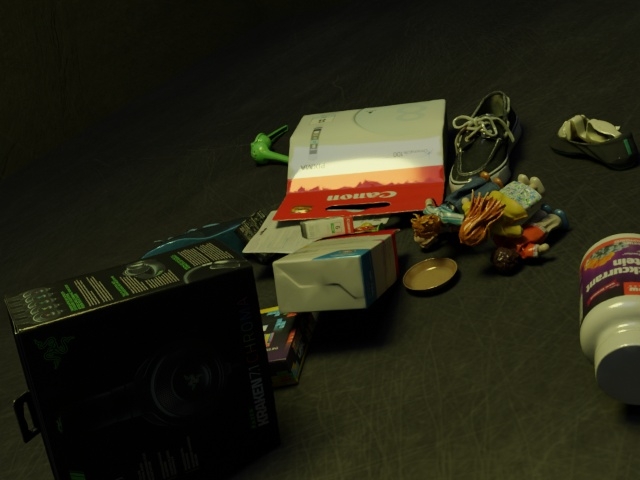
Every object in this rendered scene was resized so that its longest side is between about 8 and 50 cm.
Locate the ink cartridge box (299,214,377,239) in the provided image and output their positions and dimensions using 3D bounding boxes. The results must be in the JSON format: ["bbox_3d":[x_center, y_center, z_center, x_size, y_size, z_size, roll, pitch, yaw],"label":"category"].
[{"bbox_3d":[0.028,-0.025,1.243,0.115,0.029,0.063,-9,5,-9],"label":"ink cartridge box"}]

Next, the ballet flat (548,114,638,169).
[{"bbox_3d":[0.456,-0.177,1.304,0.074,0.074,0.203,-28,25,-11],"label":"ballet flat"}]

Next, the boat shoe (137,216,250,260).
[{"bbox_3d":[-0.221,0.026,1.450,0.258,0.109,0.089,-14,14,-22],"label":"boat shoe"}]

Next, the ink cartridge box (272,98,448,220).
[{"bbox_3d":[0.084,-0.161,1.477,0.308,0.091,0.385,-4,25,13],"label":"ink cartridge box"}]

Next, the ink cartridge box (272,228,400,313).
[{"bbox_3d":[0.036,0.040,1.149,0.134,0.078,0.231,-5,8,21],"label":"ink cartridge box"}]

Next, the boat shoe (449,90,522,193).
[{"bbox_3d":[0.299,-0.184,1.402,0.113,0.105,0.306,-4,31,35],"label":"boat shoe"}]

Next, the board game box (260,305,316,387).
[{"bbox_3d":[-0.104,0.160,1.124,0.170,0.048,0.141,-14,25,19],"label":"board game box"}]

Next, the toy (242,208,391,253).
[{"bbox_3d":[0.000,0.000,1.342,0.237,0.056,0.137,-3,32,25],"label":"toy"}]

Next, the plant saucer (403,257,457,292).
[{"bbox_3d":[0.165,0.054,1.149,0.083,0.015,0.083,-19,25,9],"label":"plant saucer"}]

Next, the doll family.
[{"bbox_3d":[0.228,-0.042,1.164,0.163,0.118,0.263,-35,29,-24],"label":"doll family"}]

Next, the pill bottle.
[{"bbox_3d":[0.339,0.084,0.840,0.108,0.108,0.193,-11,28,24],"label":"pill bottle"}]

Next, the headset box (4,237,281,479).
[{"bbox_3d":[-0.214,0.159,0.912,0.283,0.246,0.131,-15,20,-24],"label":"headset box"}]

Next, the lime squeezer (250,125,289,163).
[{"bbox_3d":[-0.122,-0.239,1.913,0.110,0.059,0.310,-22,24,2],"label":"lime squeezer"}]

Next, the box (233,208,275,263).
[{"bbox_3d":[-0.109,-0.008,1.418,0.067,0.083,0.018,-42,0,-33],"label":"box"}]
